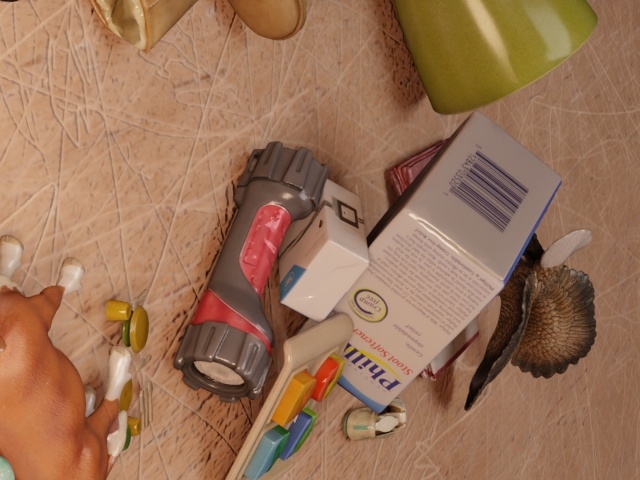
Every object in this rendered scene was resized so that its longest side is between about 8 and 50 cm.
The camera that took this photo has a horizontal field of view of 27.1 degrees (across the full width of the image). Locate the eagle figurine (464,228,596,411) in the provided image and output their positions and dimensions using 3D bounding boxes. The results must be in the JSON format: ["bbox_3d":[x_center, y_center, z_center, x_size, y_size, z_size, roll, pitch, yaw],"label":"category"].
[{"bbox_3d":[0.314,0.100,2.051,0.225,0.226,0.298,-44,126,-83],"label":"eagle figurine"}]

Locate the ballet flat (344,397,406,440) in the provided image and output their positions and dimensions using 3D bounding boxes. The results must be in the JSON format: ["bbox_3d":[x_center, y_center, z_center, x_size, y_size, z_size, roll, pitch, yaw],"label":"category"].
[{"bbox_3d":[0.090,0.248,1.818,0.168,0.052,0.057,-10,96,-62],"label":"ballet flat"}]

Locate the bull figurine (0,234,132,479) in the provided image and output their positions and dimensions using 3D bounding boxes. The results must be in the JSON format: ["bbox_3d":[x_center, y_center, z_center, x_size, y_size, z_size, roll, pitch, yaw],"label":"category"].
[{"bbox_3d":[-0.256,0.108,1.143,0.188,0.101,0.310,-65,146,-51],"label":"bull figurine"}]

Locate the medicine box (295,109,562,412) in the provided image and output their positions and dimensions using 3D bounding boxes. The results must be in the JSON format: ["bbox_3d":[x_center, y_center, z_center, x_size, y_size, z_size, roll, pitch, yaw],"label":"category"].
[{"bbox_3d":[0.133,0.026,1.659,0.149,0.289,0.263,38,40,0],"label":"medicine box"}]

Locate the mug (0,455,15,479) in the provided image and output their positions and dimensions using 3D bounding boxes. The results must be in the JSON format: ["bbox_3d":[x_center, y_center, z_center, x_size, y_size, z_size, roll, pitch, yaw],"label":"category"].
[{"bbox_3d":[-0.276,0.265,1.099,0.129,0.097,0.157,41,52,-52],"label":"mug"}]

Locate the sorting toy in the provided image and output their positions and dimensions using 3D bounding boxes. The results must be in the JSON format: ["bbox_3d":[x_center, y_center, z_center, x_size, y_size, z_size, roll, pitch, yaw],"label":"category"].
[{"bbox_3d":[-0.030,0.195,1.514,0.193,0.038,0.208,-19,133,-67],"label":"sorting toy"}]

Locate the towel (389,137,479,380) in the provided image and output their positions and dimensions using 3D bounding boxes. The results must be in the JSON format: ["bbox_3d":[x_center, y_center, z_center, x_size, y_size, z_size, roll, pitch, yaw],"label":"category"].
[{"bbox_3d":[0.180,0.023,2.025,0.237,0.037,0.329,-30,115,-61],"label":"towel"}]

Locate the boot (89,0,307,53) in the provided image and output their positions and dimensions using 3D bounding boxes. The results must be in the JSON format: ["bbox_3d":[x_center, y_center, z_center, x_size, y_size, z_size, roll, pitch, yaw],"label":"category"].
[{"bbox_3d":[-0.134,-0.270,1.425,0.236,0.089,0.269,61,37,-22],"label":"boot"}]

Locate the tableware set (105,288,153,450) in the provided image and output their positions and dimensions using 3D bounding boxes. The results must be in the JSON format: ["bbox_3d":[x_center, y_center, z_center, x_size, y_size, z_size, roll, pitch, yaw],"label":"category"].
[{"bbox_3d":[-0.195,0.129,1.313,0.104,0.024,0.154,-51,143,-71],"label":"tableware set"}]

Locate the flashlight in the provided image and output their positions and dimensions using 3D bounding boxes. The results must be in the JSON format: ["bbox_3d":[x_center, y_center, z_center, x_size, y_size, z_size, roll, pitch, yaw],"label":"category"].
[{"bbox_3d":[-0.067,0.029,1.486,0.103,0.103,0.304,39,55,-26],"label":"flashlight"}]

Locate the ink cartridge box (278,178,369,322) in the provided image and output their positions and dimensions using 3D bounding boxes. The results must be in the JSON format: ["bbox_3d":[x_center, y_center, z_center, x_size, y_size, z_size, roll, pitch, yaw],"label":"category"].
[{"bbox_3d":[0.000,0.000,1.577,0.060,0.104,0.180,28,27,-20],"label":"ink cartridge box"}]

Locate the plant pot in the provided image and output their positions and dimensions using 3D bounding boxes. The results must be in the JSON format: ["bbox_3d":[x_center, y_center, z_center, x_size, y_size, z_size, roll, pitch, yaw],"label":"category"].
[{"bbox_3d":[0.212,-0.380,1.918,0.293,0.275,0.275,57,38,-18],"label":"plant pot"}]
